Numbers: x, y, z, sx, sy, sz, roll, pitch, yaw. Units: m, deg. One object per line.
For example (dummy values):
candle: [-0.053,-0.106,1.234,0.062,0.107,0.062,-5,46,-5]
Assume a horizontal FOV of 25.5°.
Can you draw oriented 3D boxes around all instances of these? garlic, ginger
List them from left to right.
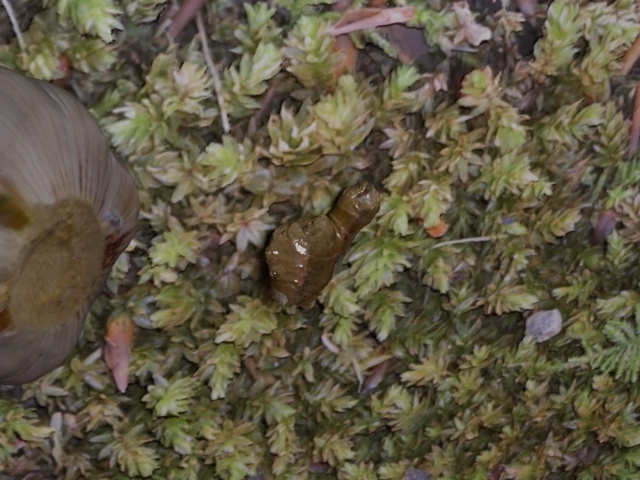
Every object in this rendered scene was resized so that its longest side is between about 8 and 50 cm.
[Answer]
garlic: [-0.304,-0.009,1.279,0.322,0.241,0.322,-44,169,-11]
ginger: [-0.006,-0.003,1.538,0.096,0.067,0.165,33,91,-38]
